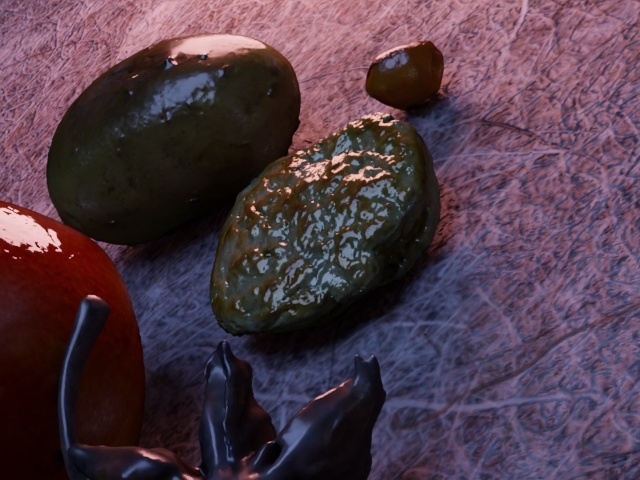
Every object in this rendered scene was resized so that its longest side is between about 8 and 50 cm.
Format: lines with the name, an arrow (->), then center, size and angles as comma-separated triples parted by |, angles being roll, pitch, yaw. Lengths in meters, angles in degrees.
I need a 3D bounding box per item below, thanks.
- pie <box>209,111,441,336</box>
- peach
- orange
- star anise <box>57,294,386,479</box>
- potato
pie -> 0.000, 0.000, 1.379 | 0.248, 0.090, 0.201 | -25, 45, 26
peach -> -0.330, 0.129, 1.316 | 0.388, 0.388, 0.388 | -29, 33, 21
orange -> 0.083, -0.160, 1.509 | 0.086, 0.062, 0.086 | -17, -3, -1
star anise -> -0.050, 0.196, 1.120 | 0.316, 0.139, 0.359 | -5, 64, 11
potato -> -0.155, -0.112, 1.610 | 0.307, 0.173, 0.210 | -20, 35, 29
